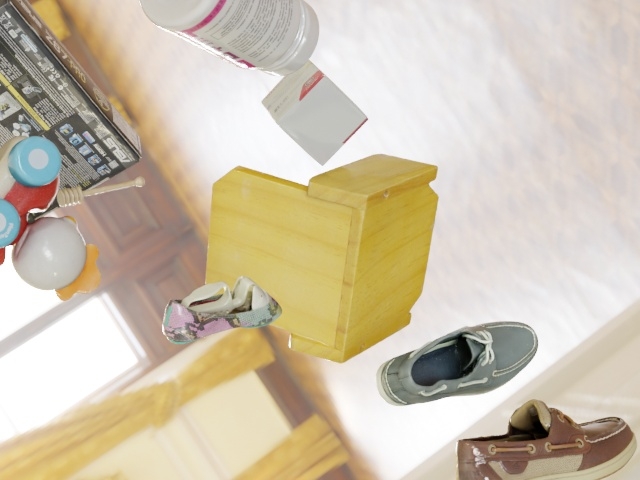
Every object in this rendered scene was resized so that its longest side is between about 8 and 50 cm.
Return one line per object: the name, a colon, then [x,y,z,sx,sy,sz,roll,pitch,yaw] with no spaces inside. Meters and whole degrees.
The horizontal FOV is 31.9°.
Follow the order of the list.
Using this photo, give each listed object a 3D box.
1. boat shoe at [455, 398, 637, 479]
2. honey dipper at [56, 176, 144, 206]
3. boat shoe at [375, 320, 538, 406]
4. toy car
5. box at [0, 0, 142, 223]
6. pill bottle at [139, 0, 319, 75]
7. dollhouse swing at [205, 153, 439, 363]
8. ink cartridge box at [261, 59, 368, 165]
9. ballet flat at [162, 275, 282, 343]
boat shoe: [0.323,0.287,1.602,0.123,0.342,0.123,-8,91,57]
honey dipper: [-0.377,-0.087,1.945,0.030,0.160,0.031,24,121,50]
boat shoe: [0.248,0.200,1.865,0.099,0.319,0.116,-39,66,61]
toy car: [-0.423,-0.016,1.699,0.238,0.210,0.219,39,158,-24]
box: [-0.562,-0.222,2.022,0.395,0.318,0.097,52,-168,-39]
pill bottle: [-0.131,-0.357,1.722,0.160,0.160,0.283,47,-164,31]
dollhouse swing: [0.000,0.000,2.140,0.305,0.315,0.347,25,122,33]
ink cartridge box: [-0.014,-0.247,2.108,0.127,0.128,0.176,41,-172,-24]
ballet flat: [-0.138,0.096,1.669,0.077,0.221,0.079,31,119,40]
